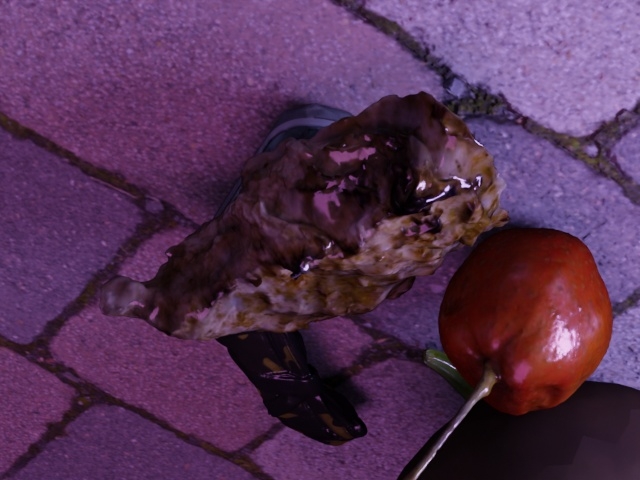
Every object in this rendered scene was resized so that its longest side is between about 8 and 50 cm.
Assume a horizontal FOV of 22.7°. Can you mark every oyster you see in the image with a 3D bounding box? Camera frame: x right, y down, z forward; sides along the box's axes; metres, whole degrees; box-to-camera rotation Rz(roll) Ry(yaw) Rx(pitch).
[{"bbox_3d":[0.007,0.017,1.374,0.396,0.111,0.204,-28,132,33],"label":"oyster"}]

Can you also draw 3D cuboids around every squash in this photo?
[{"bbox_3d":[0.136,0.134,1.594,0.089,0.027,0.027,42,134,-20],"label":"squash"}]

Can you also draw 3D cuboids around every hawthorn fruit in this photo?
[{"bbox_3d":[0.146,0.102,1.360,0.165,0.285,0.165,18,128,25],"label":"hawthorn fruit"}]

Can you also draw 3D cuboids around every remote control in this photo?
[{"bbox_3d":[-0.029,-0.035,1.436,0.104,0.052,0.247,25,139,-13],"label":"remote control"}]

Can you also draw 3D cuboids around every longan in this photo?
[{"bbox_3d":[0.245,0.306,1.514,0.405,0.336,0.404,-1,148,-1],"label":"longan"}]

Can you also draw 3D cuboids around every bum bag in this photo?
[{"bbox_3d":[-0.031,0.139,1.629,0.107,0.060,0.232,0,136,32],"label":"bum bag"}]
